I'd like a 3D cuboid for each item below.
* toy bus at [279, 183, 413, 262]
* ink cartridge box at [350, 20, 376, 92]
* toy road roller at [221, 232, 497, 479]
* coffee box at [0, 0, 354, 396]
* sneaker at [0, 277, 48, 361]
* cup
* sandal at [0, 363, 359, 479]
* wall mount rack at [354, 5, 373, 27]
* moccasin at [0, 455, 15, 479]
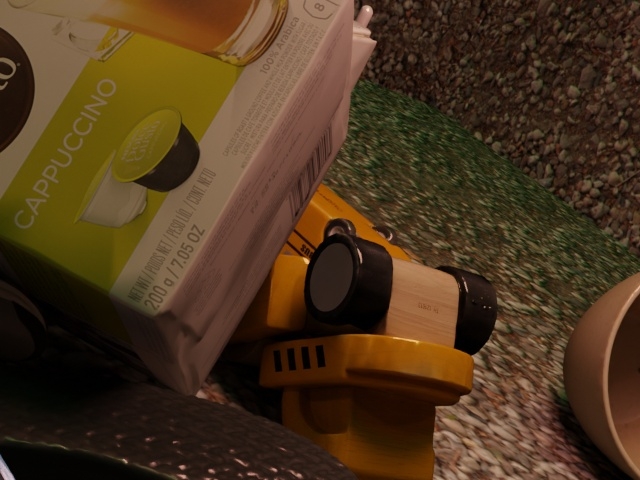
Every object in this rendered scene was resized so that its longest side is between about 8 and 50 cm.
[{"bbox_3d":[0.000,0.000,1.811,0.108,0.130,0.333,9,25,-48],"label":"toy bus"},{"bbox_3d":[-0.154,-0.147,1.543,0.279,0.384,0.160,34,17,20],"label":"ink cartridge box"},{"bbox_3d":[0.018,0.141,1.371,0.203,0.240,0.330,17,-18,-34],"label":"toy road roller"},{"bbox_3d":[-0.191,-0.102,1.193,0.334,0.337,0.338,28,-15,8],"label":"coffee box"},{"bbox_3d":[-0.351,0.074,1.092,0.272,0.100,0.108,21,49,-47],"label":"sneaker"},{"bbox_3d":[0.472,0.186,1.781,0.331,0.331,0.237,23,-9,-18],"label":"cup"},{"bbox_3d":[-0.184,0.184,1.018,0.446,0.107,0.167,13,19,-8],"label":"sandal"},{"bbox_3d":[-0.102,-0.237,1.749,0.350,0.130,0.304,16,-25,-27],"label":"wall mount rack"},{"bbox_3d":[-0.239,0.198,0.777,0.342,0.137,0.117,37,22,33],"label":"moccasin"}]
